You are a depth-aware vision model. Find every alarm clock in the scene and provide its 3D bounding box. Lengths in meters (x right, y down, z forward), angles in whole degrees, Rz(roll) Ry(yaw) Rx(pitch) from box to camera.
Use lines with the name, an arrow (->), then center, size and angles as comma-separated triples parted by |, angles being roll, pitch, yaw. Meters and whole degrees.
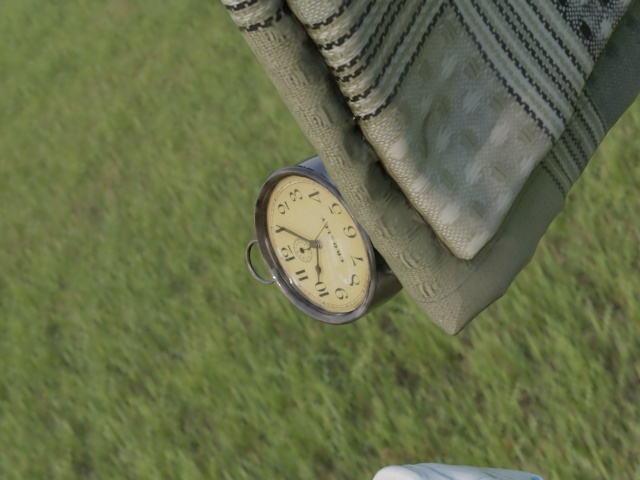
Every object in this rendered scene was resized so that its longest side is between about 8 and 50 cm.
alarm clock -> 0.000, 0.000, 1.038 | 0.064, 0.129, 0.192 | -28, 6, -41

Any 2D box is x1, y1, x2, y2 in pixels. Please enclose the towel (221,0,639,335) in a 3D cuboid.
towel -> 0.070, -0.175, 0.437 | 0.056, 0.324, 0.312 | 12, 57, 40

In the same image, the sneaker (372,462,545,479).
sneaker -> 0.125, 0.177, 0.831 | 0.094, 0.080, 0.212 | -6, 11, -31
